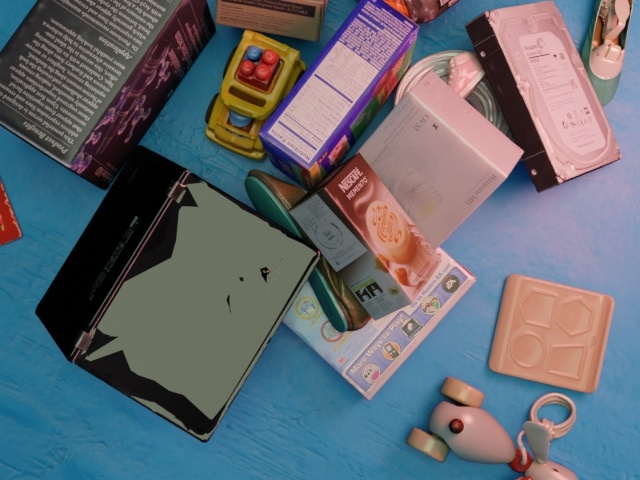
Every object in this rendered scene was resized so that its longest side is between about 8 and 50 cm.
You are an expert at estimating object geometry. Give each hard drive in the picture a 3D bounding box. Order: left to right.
[{"bbox_3d":[0.422,-0.276,1.733,0.237,0.064,0.338,-19,84,-42],"label":"hard drive"}]

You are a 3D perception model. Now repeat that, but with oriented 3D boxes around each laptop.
[{"bbox_3d":[-0.273,0.077,1.669,0.236,0.408,0.382,33,87,-33],"label":"laptop"}]

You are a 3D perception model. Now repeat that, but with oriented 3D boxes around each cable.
[{"bbox_3d":[0.264,-0.234,1.778,0.257,0.089,0.257,-21,86,-2],"label":"cable"}]

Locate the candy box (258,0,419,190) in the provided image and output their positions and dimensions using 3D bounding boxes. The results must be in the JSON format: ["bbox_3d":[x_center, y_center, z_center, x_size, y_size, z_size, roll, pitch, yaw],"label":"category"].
[{"bbox_3d":[0.035,-0.255,1.684,0.122,0.268,0.317,37,87,5],"label":"candy box"}]

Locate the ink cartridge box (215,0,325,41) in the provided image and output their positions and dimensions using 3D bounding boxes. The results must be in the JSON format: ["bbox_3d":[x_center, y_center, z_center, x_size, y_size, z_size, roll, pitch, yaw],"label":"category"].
[{"bbox_3d":[-0.080,-0.479,1.723,0.193,0.088,0.234,9,43,-1],"label":"ink cartridge box"}]

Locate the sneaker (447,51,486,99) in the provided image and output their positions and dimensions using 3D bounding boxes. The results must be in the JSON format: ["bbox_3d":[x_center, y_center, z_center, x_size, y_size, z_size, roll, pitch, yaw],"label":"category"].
[{"bbox_3d":[0.247,-0.293,1.713,0.070,0.051,0.134,43,83,4],"label":"sneaker"}]

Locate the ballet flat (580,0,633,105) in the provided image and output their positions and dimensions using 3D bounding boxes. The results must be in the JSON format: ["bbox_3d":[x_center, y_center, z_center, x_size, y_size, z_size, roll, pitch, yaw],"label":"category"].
[{"bbox_3d":[0.555,-0.388,1.796,0.083,0.087,0.247,9,86,-2],"label":"ballet flat"}]

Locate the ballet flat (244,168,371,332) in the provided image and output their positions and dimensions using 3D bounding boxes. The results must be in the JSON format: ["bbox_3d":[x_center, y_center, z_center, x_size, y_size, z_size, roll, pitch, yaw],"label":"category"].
[{"bbox_3d":[0.000,0.000,1.666,0.124,0.116,0.342,-33,87,-24],"label":"ballet flat"}]

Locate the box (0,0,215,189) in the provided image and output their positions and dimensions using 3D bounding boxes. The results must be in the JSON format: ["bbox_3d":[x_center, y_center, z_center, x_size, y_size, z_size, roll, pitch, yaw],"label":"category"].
[{"bbox_3d":[-0.390,-0.322,1.665,0.212,0.293,0.395,34,86,1],"label":"box"}]

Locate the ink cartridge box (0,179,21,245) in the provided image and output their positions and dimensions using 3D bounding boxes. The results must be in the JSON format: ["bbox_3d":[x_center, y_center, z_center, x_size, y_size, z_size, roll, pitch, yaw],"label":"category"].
[{"bbox_3d":[-0.803,-0.074,1.740,0.385,0.091,0.308,-22,87,-2],"label":"ink cartridge box"}]

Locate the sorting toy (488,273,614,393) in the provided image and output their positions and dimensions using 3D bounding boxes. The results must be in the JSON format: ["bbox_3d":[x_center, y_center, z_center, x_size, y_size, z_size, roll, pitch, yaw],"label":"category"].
[{"bbox_3d":[0.441,0.178,1.783,0.208,0.038,0.193,13,86,4],"label":"sorting toy"}]

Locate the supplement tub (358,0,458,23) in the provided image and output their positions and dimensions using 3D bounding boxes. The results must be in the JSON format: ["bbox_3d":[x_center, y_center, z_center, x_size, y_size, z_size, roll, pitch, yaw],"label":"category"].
[{"bbox_3d":[0.224,-0.550,1.739,0.338,0.207,0.207,-36,88,-3],"label":"supplement tub"}]

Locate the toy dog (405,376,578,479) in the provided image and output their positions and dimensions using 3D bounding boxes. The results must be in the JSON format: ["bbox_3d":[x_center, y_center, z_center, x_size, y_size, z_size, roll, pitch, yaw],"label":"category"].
[{"bbox_3d":[0.329,0.377,1.700,0.334,0.161,0.220,9,86,-1],"label":"toy dog"}]

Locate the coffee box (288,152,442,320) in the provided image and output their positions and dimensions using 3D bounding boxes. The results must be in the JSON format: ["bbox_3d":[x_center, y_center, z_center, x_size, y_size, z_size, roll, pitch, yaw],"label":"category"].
[{"bbox_3d":[0.080,-0.007,1.608,0.246,0.098,0.141,51,42,-9],"label":"coffee box"}]

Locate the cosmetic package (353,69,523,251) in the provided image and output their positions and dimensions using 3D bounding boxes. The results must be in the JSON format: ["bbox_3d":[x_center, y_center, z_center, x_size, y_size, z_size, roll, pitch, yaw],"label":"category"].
[{"bbox_3d":[0.195,-0.135,1.652,0.225,0.138,0.224,40,125,0],"label":"cosmetic package"}]

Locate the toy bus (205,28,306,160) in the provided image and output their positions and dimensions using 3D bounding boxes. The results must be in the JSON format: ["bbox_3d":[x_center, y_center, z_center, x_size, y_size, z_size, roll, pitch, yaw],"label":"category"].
[{"bbox_3d":[-0.122,-0.274,1.711,0.149,0.211,0.220,24,87,-1],"label":"toy bus"}]

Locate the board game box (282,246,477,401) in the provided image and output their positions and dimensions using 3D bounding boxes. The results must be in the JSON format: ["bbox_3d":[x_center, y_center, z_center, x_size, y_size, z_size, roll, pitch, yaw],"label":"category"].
[{"bbox_3d":[0.077,0.086,1.752,0.302,0.086,0.308,43,86,2],"label":"board game box"}]
